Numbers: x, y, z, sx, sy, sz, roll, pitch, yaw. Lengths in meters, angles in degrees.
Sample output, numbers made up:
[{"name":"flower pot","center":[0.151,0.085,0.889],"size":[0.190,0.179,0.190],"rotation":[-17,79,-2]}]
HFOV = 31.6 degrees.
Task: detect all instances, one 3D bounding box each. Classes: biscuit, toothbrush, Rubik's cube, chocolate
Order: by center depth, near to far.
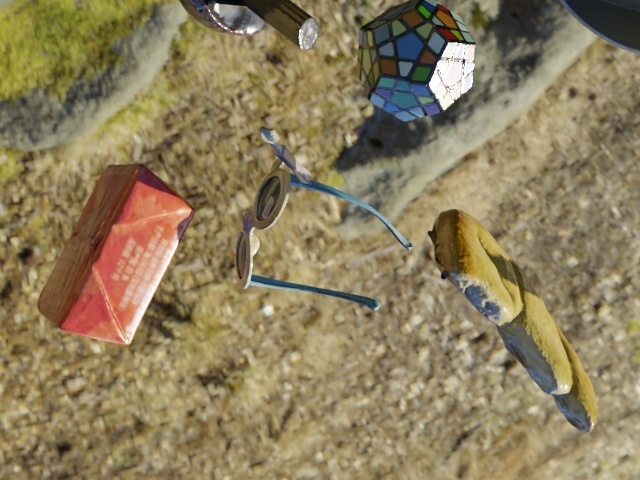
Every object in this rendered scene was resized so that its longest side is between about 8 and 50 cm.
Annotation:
[{"name":"Rubik's cube","center":[0.100,-0.192,1.195],"size":[0.133,0.133,0.112],"rotation":[-34,169,9]},{"name":"toothbrush","center":[-0.039,-0.097,1.297],"size":[0.017,0.014,0.194],"rotation":[13,171,14]},{"name":"biscuit","center":[0.229,0.083,1.318],"size":[0.045,0.154,0.299],"rotation":[-34,109,24]},{"name":"chocolate","center":[-0.277,0.018,1.523],"size":[0.108,0.237,0.235],"rotation":[27,83,-19]}]

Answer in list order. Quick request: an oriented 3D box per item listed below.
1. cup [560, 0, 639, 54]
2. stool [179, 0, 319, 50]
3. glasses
[{"name":"cup","center":[0.426,-0.446,1.406],"size":[0.327,0.322,0.237],"rotation":[-53,177,-16]},{"name":"stool","center":[-0.064,-0.408,1.566],"size":[0.272,0.178,0.272],"rotation":[-27,127,-41]},{"name":"glasses","center":[-0.003,0.018,1.477],"size":[0.220,0.088,0.190],"rotation":[25,126,-4]}]
